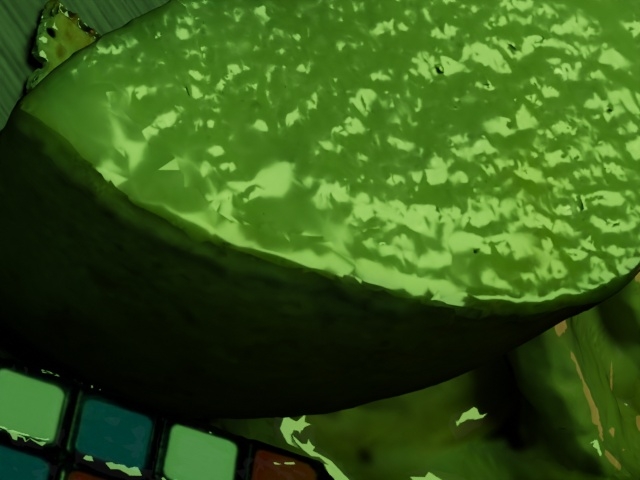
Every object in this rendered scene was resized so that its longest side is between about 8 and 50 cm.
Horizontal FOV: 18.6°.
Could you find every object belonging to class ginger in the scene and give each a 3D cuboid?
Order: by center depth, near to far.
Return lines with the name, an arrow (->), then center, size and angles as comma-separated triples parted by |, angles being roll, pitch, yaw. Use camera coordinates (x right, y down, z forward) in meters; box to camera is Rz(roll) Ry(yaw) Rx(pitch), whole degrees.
ginger -> 0.131, 0.159, 1.057 | 0.358, 0.211, 0.413 | 8, 57, -43

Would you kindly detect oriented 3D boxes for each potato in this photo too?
potato -> 0.000, 0.000, 0.933 | 0.330, 0.280, 0.213 | -33, 81, -32

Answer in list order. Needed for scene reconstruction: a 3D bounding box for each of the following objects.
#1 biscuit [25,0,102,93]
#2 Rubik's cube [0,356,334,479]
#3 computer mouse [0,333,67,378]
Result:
biscuit -> -0.091, -0.034, 1.109 | 0.203, 0.016, 0.144 | 38, 39, -24
Rubik's cube -> -0.118, 0.174, 0.742 | 0.184, 0.187, 0.182 | 21, 46, -15
computer mouse -> -0.121, 0.108, 0.896 | 0.264, 0.088, 0.147 | 34, -2, -17
